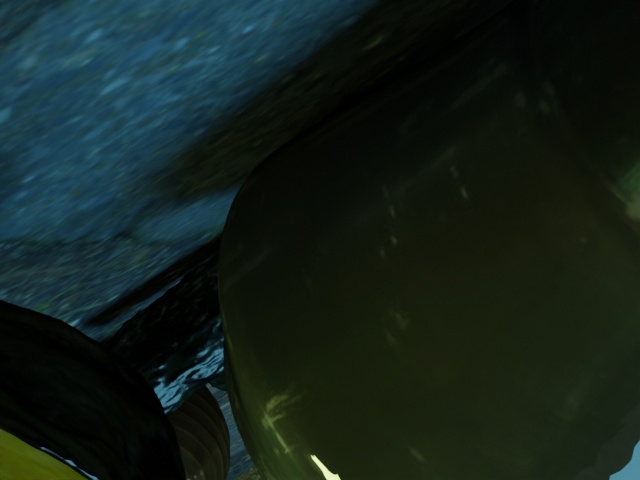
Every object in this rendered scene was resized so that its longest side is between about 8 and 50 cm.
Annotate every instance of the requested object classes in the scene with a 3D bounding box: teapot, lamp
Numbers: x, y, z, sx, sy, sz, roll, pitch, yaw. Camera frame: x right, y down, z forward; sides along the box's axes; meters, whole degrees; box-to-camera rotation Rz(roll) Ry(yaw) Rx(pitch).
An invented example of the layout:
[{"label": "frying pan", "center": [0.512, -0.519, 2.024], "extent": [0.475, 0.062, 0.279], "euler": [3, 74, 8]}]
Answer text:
[{"label": "teapot", "center": [0.156, -0.027, 0.834], "extent": [0.362, 0.305, 0.376], "euler": [-47, -167, 35]}, {"label": "lamp", "center": [-0.127, 0.142, 1.140], "extent": [0.136, 0.136, 0.136], "euler": [-32, 171, -5]}]

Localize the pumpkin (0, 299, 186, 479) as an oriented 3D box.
[{"label": "pumpkin", "center": [-0.193, 0.067, 0.643], "extent": [0.312, 0.169, 0.148], "euler": [-29, -148, 33]}]

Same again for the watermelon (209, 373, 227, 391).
[{"label": "watermelon", "center": [-0.043, 0.061, 1.182], "extent": [0.111, 0.078, 0.078], "euler": [-31, 171, 3]}]

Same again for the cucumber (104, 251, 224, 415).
[{"label": "cucumber", "center": [0.000, 0.000, 1.035], "extent": [0.293, 0.067, 0.067], "euler": [-36, 171, 0]}]
